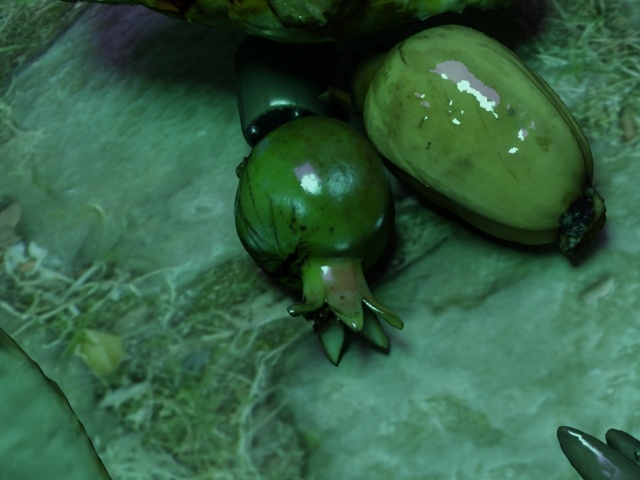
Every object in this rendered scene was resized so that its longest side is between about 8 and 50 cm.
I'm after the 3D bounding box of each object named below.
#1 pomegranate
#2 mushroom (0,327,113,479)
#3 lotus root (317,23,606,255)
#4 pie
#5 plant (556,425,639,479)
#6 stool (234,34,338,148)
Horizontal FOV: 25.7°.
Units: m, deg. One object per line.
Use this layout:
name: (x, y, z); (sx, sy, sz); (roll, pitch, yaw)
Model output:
pomegranate: (0.000, 0.000, 1.122); (0.131, 0.152, 0.191); (-12, 71, 0)
mushroom: (-0.345, 0.077, 0.998); (0.224, 0.397, 0.313); (-35, 48, -13)
lotus root: (0.127, -0.090, 1.144); (0.257, 0.154, 0.140); (38, 92, 18)
pie: (-0.025, -0.282, 1.237); (0.395, 0.180, 0.418); (-17, 22, -41)
plant: (0.269, 0.224, 0.845); (0.320, 0.194, 0.181); (26, 52, 27)
stool: (-0.030, -0.132, 1.258); (0.096, 0.096, 0.110); (-9, 55, 10)
